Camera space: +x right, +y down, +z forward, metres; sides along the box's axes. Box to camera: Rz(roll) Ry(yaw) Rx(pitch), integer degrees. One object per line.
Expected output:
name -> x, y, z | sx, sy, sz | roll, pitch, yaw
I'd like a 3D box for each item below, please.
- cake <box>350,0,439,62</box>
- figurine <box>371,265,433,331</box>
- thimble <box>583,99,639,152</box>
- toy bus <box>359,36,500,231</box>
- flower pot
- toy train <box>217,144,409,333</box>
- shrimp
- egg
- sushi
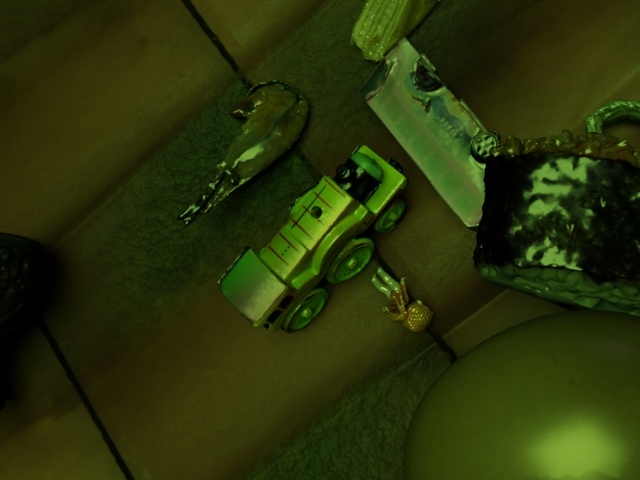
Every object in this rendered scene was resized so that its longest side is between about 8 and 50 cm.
cake -> 0.124, -0.348, 1.243 | 0.080, 0.116, 0.185 | 38, 126, 25
figurine -> 0.106, 0.082, 1.177 | 0.109, 0.047, 0.064 | 47, 127, 26
thimble -> 0.391, -0.133, 1.100 | 0.110, 0.062, 0.084 | 21, 90, 21
toy bus -> 0.169, -0.143, 1.166 | 0.112, 0.090, 0.274 | -41, 70, 15
flower pot -> -0.563, 0.123, 1.302 | 0.266, 0.266, 0.267 | 9, 96, 20
toy train -> 0.000, 0.000, 1.166 | 0.100, 0.160, 0.296 | 43, 96, 27
shrimp -> -0.123, -0.128, 1.280 | 0.262, 0.066, 0.117 | -43, 55, -7
egg -> 0.276, 0.232, 0.952 | 0.374, 0.301, 0.301 | -18, 76, 8
sushi -> 0.350, -0.010, 1.010 | 0.348, 0.234, 0.207 | 10, 81, -3
